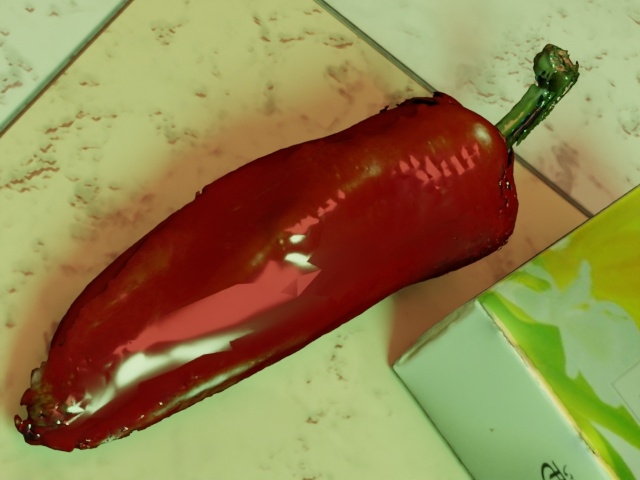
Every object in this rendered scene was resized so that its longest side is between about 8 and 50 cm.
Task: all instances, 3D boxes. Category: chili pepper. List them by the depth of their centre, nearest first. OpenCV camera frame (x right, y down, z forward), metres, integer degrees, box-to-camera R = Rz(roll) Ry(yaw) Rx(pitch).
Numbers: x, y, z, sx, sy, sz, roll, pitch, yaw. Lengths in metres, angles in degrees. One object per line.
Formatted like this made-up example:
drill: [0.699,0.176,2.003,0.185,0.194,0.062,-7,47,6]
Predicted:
chili pepper: [0.000,0.000,0.766,0.387,0.110,0.110,-27,79,-28]

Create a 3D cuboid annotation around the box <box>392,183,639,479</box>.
box: [0.199,0.111,0.798,0.194,0.111,0.260,-32,79,-35]
